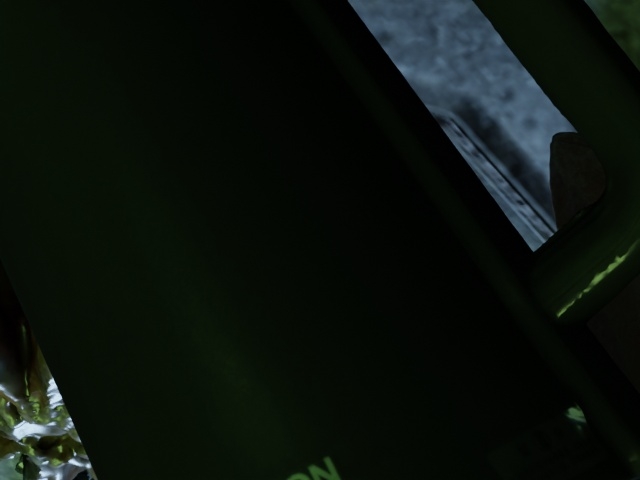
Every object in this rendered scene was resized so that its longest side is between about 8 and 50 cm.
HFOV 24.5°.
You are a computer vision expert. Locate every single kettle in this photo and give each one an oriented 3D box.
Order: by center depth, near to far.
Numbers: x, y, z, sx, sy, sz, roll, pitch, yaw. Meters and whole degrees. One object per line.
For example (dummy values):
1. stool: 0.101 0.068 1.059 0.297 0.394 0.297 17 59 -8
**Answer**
1. kettle: -0.012 0.005 0.602 0.308 0.203 0.262 60 142 18

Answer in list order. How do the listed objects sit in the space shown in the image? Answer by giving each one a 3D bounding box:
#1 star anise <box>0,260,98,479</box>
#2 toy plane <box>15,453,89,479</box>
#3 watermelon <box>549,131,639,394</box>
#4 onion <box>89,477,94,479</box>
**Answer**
1. star anise: -0.144 0.072 0.870 0.332 0.117 0.331 12 150 7
2. toy plane: -0.213 0.195 1.093 0.054 0.062 0.167 30 149 -7
3. watermelon: 0.203 0.110 0.715 0.293 0.283 0.250 36 129 26
4. onion: -0.125 0.211 1.029 0.115 0.104 0.115 -4 114 -8
